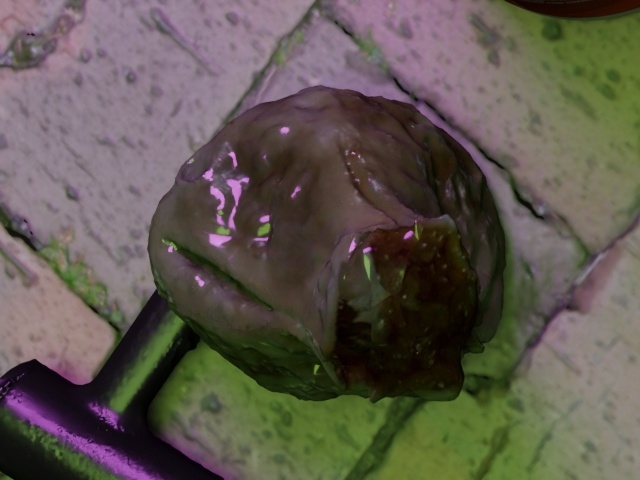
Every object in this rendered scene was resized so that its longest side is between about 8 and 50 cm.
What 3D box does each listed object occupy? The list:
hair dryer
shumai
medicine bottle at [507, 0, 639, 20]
[{"bbox_3d":[-0.128,0.100,1.425,0.197,0.089,0.251,31,93,17],"label":"hair dryer"},{"bbox_3d":[0.000,0.000,1.293,0.261,0.222,0.225,14,88,12],"label":"shumai"},{"bbox_3d":[0.159,-0.281,1.245,0.253,0.241,0.252,0,90,19],"label":"medicine bottle"}]
